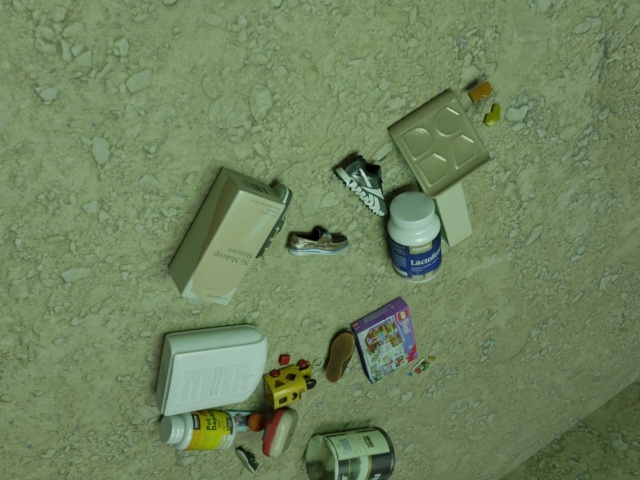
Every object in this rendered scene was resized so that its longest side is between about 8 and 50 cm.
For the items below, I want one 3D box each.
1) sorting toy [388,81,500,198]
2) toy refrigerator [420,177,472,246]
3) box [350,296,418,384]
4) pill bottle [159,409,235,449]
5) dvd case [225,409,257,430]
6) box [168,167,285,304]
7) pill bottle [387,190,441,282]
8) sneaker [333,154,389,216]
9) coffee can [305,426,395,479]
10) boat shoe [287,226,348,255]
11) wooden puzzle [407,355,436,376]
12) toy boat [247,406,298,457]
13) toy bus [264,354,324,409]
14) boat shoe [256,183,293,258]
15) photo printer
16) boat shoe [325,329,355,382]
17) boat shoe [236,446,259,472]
[{"bbox_3d":[0.363,-0.285,1.637,0.307,0.041,0.229,-34,97,-6],"label":"sorting toy"},{"bbox_3d":[0.367,-0.102,1.777,0.094,0.102,0.269,-33,141,-1],"label":"toy refrigerator"},{"bbox_3d":[0.226,0.350,2.077,0.201,0.057,0.293,-27,132,-12],"label":"box"},{"bbox_3d":[-0.375,0.578,1.832,0.215,0.117,0.117,16,113,-39],"label":"pill bottle"},{"bbox_3d":[-0.276,0.593,1.977,0.119,0.013,0.087,17,112,-38],"label":"dvd case"},{"bbox_3d":[-0.236,-0.005,1.487,0.148,0.121,0.311,16,113,-39],"label":"box"},{"bbox_3d":[0.276,-0.009,1.764,0.153,0.153,0.265,-28,138,-11],"label":"pill bottle"},{"bbox_3d":[0.140,-0.151,1.642,0.106,0.078,0.234,-44,132,7],"label":"sneaker"},{"bbox_3d":[0.110,0.816,2.250,0.275,0.201,0.201,4,120,-33],"label":"coffee can"},{"bbox_3d":[0.000,0.000,1.675,0.183,0.066,0.066,-9,125,-27],"label":"boat shoe"},{"bbox_3d":[0.390,0.487,2.309,0.116,0.014,0.078,-49,133,9],"label":"wooden puzzle"},{"bbox_3d":[-0.165,0.609,1.961,0.231,0.151,0.151,58,51,-77],"label":"toy boat"},{"bbox_3d":[-0.082,0.468,1.942,0.202,0.104,0.191,-50,133,10],"label":"toy bus"},{"bbox_3d":[-0.134,-0.047,1.553,0.068,0.081,0.228,16,120,-42],"label":"boat shoe"},{"bbox_3d":[-0.303,0.367,1.729,0.307,0.107,0.256,-3,124,-31],"label":"photo printer"},{"bbox_3d":[0.070,0.376,2.000,0.073,0.073,0.207,-39,155,-58],"label":"boat shoe"},{"bbox_3d":[-0.254,0.758,2.093,0.042,0.049,0.133,-49,133,-31],"label":"boat shoe"}]
